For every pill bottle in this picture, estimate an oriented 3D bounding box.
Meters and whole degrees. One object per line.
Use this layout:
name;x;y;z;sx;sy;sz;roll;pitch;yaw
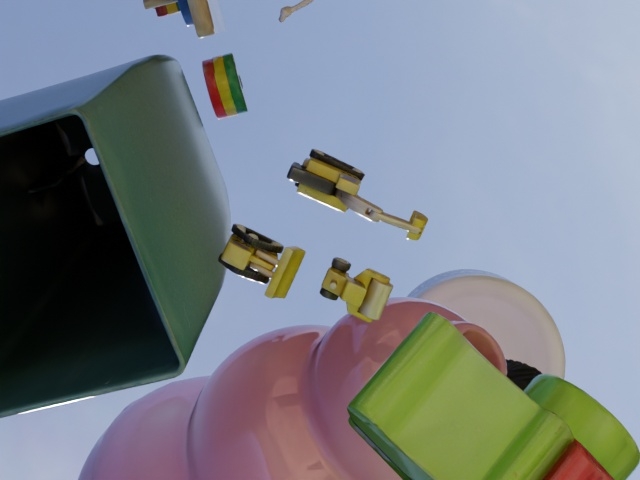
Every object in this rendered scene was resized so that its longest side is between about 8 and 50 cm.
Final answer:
pill bottle;0.135;0.103;1.632;0.153;0.153;0.265;63;-178;0

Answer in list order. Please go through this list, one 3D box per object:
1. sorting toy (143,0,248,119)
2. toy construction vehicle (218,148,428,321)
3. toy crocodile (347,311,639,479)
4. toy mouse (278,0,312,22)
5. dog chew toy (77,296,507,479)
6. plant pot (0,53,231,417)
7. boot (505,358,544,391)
sorting toy;-0.111;-0.214;1.272;0.132;0.046;0.274;-85;-20;-82
toy construction vehicle;0.000;0.000;1.005;0.098;0.086;0.035;28;-167;3
toy crocodile;0.138;0.173;0.855;0.340;0.115;0.105;52;161;-18
toy mouse;0.032;-0.146;0.634;0.143;0.161;0.031;48;-169;-34
dog chew toy;-0.011;0.149;1.140;0.207;0.332;0.206;29;-139;-29
plant pot;-0.150;-0.021;1.127;0.234;0.165;0.165;-57;-50;-64
boot;0.121;0.120;1.195;0.045;0.121;0.099;-52;-44;-22
